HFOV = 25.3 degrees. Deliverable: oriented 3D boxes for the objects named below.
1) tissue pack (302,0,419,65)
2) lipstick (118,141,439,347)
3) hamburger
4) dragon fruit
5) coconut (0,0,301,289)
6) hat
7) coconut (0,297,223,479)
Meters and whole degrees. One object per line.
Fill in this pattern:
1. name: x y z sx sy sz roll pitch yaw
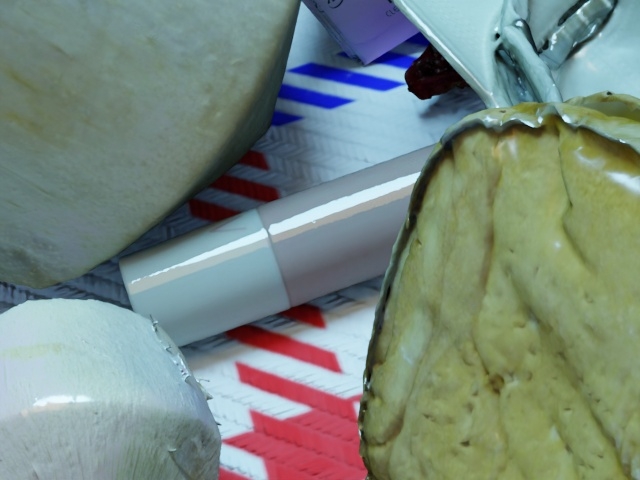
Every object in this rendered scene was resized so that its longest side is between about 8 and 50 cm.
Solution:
1. tissue pack: 0.050 -0.271 1.137 0.148 0.092 0.246 -31 41 19
2. lipstick: 0.000 0.000 0.926 0.254 0.070 0.070 -20 44 -4
3. hamburger: 0.130 0.076 0.677 0.144 0.283 0.259 3 26 -42
4. dragon fruit: 0.114 -0.152 1.053 0.131 0.097 0.063 -43 44 1
5. coconut: -0.190 -0.168 0.959 0.415 0.415 0.344 -39 32 -22
6. hat: 0.171 -0.147 0.937 0.258 0.168 0.301 -43 60 -10
7. coconut: -0.130 0.126 0.776 0.170 0.171 0.183 -25 42 -9
